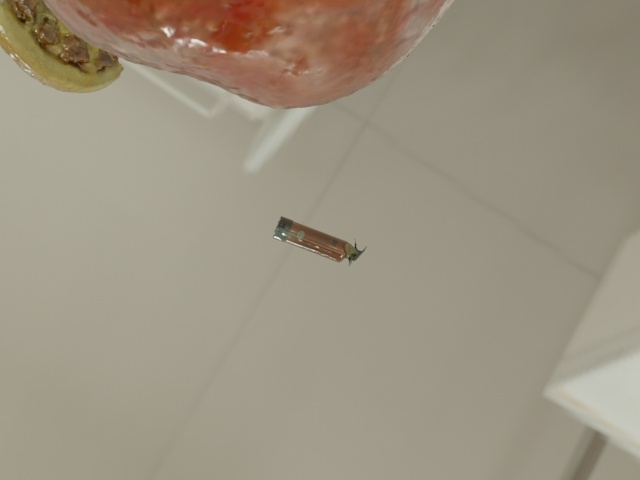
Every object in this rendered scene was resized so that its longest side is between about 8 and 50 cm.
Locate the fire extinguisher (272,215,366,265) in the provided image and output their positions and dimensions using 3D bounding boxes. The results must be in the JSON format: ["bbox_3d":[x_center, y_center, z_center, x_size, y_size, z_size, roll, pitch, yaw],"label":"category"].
[{"bbox_3d":[0.000,0.000,1.608,0.083,0.028,0.022,20,154,-4],"label":"fire extinguisher"}]

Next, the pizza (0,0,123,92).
[{"bbox_3d":[-0.240,-0.204,1.625,0.046,0.134,0.175,-12,168,29],"label":"pizza"}]

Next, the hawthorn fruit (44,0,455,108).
[{"bbox_3d":[-0.027,-0.213,1.019,0.284,0.284,0.284,26,158,12],"label":"hawthorn fruit"}]
